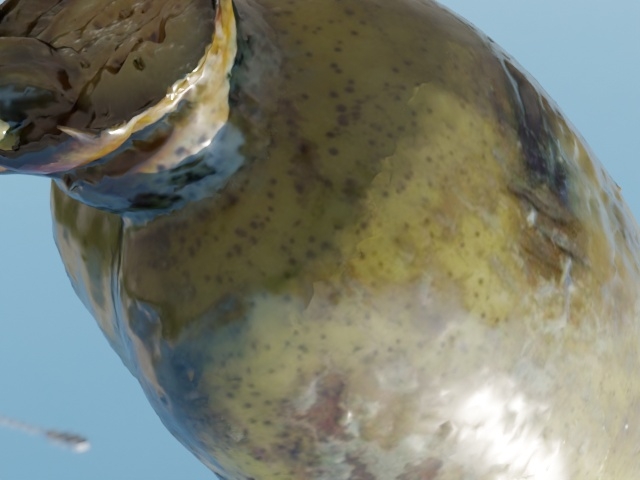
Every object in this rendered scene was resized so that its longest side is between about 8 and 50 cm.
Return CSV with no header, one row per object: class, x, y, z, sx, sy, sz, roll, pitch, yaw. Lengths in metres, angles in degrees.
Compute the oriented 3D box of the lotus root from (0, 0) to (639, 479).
lotus root,0.002,-0.001,0.504,0.154,0.278,0.154,-23,-133,27
